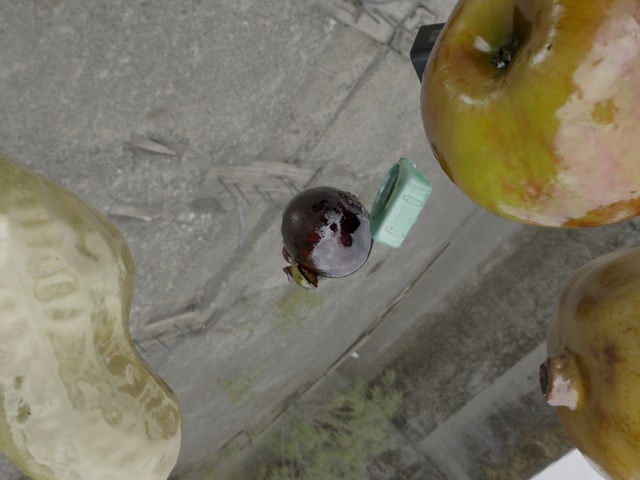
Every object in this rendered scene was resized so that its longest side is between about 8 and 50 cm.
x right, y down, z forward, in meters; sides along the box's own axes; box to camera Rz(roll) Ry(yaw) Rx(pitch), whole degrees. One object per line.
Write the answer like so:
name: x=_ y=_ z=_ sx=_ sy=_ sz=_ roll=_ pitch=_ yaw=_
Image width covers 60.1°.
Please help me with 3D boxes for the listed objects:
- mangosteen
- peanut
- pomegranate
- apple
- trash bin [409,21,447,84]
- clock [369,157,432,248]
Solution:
mangosteen: x=0.000 y=0.000 z=1.298 sx=0.265 sy=0.228 sz=0.228 roll=-52 pitch=161 yaw=21
peanut: x=-0.173 y=0.061 z=0.368 sx=0.111 sy=0.274 sz=0.125 roll=-1 pitch=-155 yaw=48
pomegranate: x=0.504 y=0.179 z=0.787 sx=0.416 sy=0.416 sz=0.416 roll=-37 pitch=163 yaw=-13
apple: x=0.244 y=-0.162 z=0.556 sx=0.301 sy=0.301 sz=0.301 roll=-37 pitch=163 yaw=-13
trash bin: x=0.326 y=-0.370 z=1.154 sx=0.165 sy=0.225 sz=0.115 roll=56 pitch=48 yaw=-43
clock: x=0.161 y=-0.093 z=1.149 sx=0.211 sy=0.066 sz=0.159 roll=-85 pitch=-160 yaw=-62
